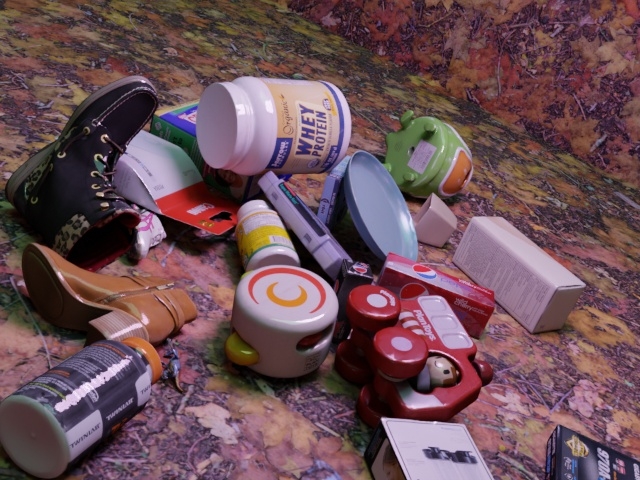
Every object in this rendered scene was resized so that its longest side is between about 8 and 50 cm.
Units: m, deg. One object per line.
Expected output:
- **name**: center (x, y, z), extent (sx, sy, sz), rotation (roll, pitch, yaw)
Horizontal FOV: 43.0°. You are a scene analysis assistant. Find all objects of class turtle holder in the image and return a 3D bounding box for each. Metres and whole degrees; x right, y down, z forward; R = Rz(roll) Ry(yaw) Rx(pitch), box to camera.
- **turtle holder**: center (0.310, -0.234, 2.442), extent (0.227, 0.243, 0.320), rotation (22, -18, -32)

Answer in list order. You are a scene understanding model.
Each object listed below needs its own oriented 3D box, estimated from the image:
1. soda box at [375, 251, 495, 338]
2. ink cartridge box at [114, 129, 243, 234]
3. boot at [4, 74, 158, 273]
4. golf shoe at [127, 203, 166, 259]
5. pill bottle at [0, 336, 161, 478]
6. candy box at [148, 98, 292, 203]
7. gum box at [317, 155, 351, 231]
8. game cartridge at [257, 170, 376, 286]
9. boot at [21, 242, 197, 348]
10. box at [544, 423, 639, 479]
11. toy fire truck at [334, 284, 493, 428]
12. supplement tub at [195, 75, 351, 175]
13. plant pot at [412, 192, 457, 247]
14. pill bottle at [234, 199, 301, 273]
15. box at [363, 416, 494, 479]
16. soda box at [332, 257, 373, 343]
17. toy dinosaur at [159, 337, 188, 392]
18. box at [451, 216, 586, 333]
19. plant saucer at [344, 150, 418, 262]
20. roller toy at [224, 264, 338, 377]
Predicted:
- **soda box**: center (0.259, 0.122, 1.845), extent (0.263, 0.092, 0.083), rotation (21, 26, 1)
- **ink cartridge box**: center (-0.348, -0.147, 1.861), extent (0.384, 0.091, 0.308), rotation (22, 15, 7)
- **boot**: center (-0.423, -0.123, 1.581), extent (0.284, 0.377, 0.138), rotation (50, -1, 36)
- **golf shoe**: center (-0.362, -0.018, 1.694), extent (0.086, 0.068, 0.186), rotation (13, 27, -18)
- **pill bottle**: center (-0.337, 0.227, 1.184), extent (0.130, 0.130, 0.245), rotation (28, 28, 15)
- **candy box**: center (-0.252, -0.249, 2.142), extent (0.317, 0.122, 0.268), rotation (27, 29, 15)
- **gum box**: center (0.042, -0.115, 2.061), extent (0.041, 0.157, 0.184), rotation (19, 26, 10)
- **game cartridge**: center (0.000, 0.000, 1.800), extent (0.355, 0.068, 0.230), rotation (51, -1, 45)
- **boot**: center (-0.372, 0.085, 1.445), extent (0.283, 0.109, 0.220), rotation (35, 31, 22)
- **box**: center (0.495, 0.444, 1.460), extent (0.175, 0.051, 0.220), rotation (24, 26, 7)
- **toy fire truck**: center (0.180, 0.209, 1.499), extent (0.253, 0.169, 0.302), rotation (-3, 35, -20)
- **supplement tub**: center (-0.110, -0.267, 1.911), extent (0.316, 0.228, 0.228), rotation (-5, 37, -36)
- **plant pot**: center (0.309, -0.045, 2.191), extent (0.096, 0.109, 0.109), rotation (32, 26, -5)
- **pill bottle**: center (-0.121, 0.006, 1.750), extent (0.117, 0.118, 0.208), rotation (8, 35, -24)
- **box**: center (0.195, 0.412, 1.266), extent (0.169, 0.087, 0.290), rotation (9, 30, -23)
- **soda box**: center (0.048, 0.122, 1.610), extent (0.060, 0.169, 0.053), rotation (14, 28, -14)
- **toy dinosaur**: center (-0.254, 0.216, 1.390), extent (0.090, 0.047, 0.082), rotation (56, 19, -4)
- **box**: center (0.490, 0.080, 2.033), extent (0.121, 0.148, 0.311), rotation (-1, 36, -38)
- **plant saucer**: center (0.144, -0.070, 2.011), extent (0.317, 0.043, 0.318), rotation (42, 35, -39)
- **roller toy**: center (-0.070, 0.154, 1.495), extent (0.191, 0.146, 0.209), rotation (10, 33, -1)
